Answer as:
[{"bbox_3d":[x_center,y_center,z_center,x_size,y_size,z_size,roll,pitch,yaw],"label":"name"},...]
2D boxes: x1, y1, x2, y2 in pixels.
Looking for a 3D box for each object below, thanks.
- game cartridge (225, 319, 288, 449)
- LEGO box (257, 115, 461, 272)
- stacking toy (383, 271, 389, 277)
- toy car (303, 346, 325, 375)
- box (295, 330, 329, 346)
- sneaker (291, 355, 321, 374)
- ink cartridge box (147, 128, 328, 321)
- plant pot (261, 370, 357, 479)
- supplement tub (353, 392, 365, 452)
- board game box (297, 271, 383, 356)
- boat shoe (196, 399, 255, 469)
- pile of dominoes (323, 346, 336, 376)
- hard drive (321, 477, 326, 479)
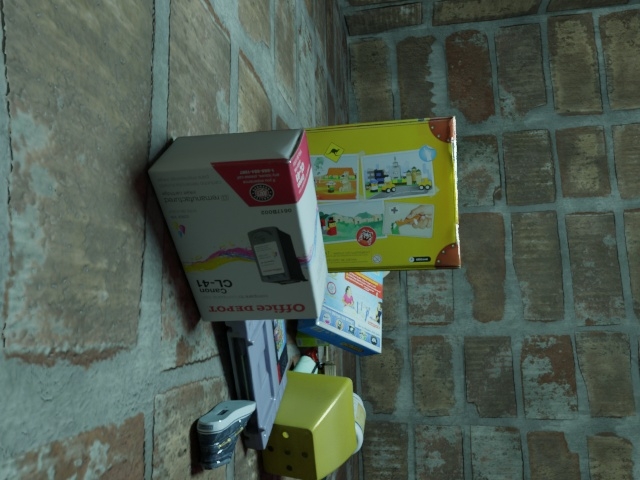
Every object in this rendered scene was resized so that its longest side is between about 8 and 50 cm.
[{"bbox_3d":[-0.129,0.251,1.118,0.230,0.068,0.354,-62,152,-60],"label":"game cartridge"},{"bbox_3d":[0.100,-0.101,1.317,0.193,0.501,0.371,21,67,-78],"label":"LEGO box"},{"bbox_3d":[0.081,-0.072,1.951,0.350,0.351,0.479,77,-1,-46],"label":"stacking toy"},{"bbox_3d":[-0.029,0.499,1.716,0.239,0.053,0.224,70,21,-58],"label":"toy car"},{"bbox_3d":[-0.014,0.285,1.689,0.178,0.109,0.042,-75,159,-60],"label":"box"},{"bbox_3d":[-0.032,0.484,1.557,0.151,0.094,0.255,-60,144,-61],"label":"sneaker"},{"bbox_3d":[-0.119,-0.017,0.838,0.131,0.227,0.305,-77,161,-56],"label":"ink cartridge box"},{"bbox_3d":[-0.045,0.472,1.255,0.187,0.213,0.211,-32,120,-63],"label":"plant pot"},{"bbox_3d":[0.080,0.623,1.724,0.199,0.145,0.144,-58,144,-74],"label":"supplement tub"},{"bbox_3d":[0.075,0.189,1.643,0.308,0.086,0.301,31,51,-36],"label":"board game box"},{"bbox_3d":[-0.173,0.350,0.922,0.183,0.065,0.083,13,77,-74],"label":"boat shoe"},{"bbox_3d":[0.038,0.472,1.843,0.251,0.040,0.195,43,43,-87],"label":"pile of dominoes"},{"bbox_3d":[-0.005,0.724,1.782,0.172,0.054,0.254,-56,142,-74],"label":"hard drive"}]
